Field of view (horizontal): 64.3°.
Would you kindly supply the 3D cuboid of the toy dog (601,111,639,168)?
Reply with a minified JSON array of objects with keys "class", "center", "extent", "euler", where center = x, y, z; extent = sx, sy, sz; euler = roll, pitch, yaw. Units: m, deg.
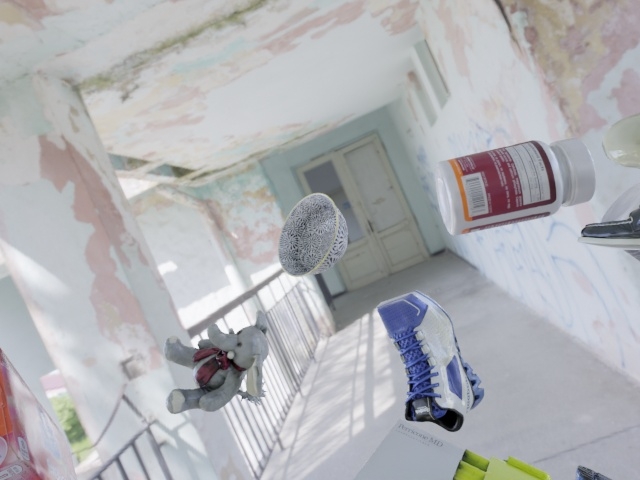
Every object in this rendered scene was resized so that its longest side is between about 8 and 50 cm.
[{"class":"toy dog","center":[0.462,-0.205,0.347],"extent":[0.395,0.408,0.284],"euler":[-13,43,-2]}]

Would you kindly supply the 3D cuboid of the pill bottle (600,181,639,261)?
[{"class":"pill bottle","center":[0.818,0.000,1.185],"extent":[0.162,0.278,0.162],"euler":[-52,-8,-10]}]

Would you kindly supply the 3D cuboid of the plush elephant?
[{"class":"plush elephant","center":[-0.260,0.335,1.449],"extent":[0.255,0.330,0.272],"euler":[-61,23,22]}]

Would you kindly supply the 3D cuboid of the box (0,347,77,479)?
[{"class":"box","center":[-0.339,0.236,0.513],"extent":[0.128,0.122,0.257],"euler":[-20,-34,-23]}]

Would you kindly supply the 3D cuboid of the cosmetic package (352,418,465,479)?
[{"class":"cosmetic package","center":[0.178,0.618,1.160],"extent":[0.217,0.156,0.385],"euler":[15,33,31]}]

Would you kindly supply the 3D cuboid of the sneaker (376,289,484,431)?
[{"class":"sneaker","center":[0.226,0.271,1.063],"extent":[0.127,0.315,0.182],"euler":[-30,7,35]}]

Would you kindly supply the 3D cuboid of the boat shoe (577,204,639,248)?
[{"class":"boat shoe","center":[0.620,-0.041,0.881],"extent":[0.127,0.113,0.340],"euler":[4,-4,-30]}]

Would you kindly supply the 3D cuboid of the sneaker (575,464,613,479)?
[{"class":"sneaker","center":[0.434,0.429,0.815],"extent":[0.083,0.087,0.221],"euler":[22,7,36]}]

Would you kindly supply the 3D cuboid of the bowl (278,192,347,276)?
[{"class":"bowl","center":[0.000,0.000,0.998],"extent":[0.080,0.170,0.170],"euler":[23,-32,-37]}]

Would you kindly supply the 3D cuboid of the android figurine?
[{"class":"android figurine","center":[0.393,0.481,0.959],"extent":[0.273,0.056,0.248],"euler":[17,0,26]}]

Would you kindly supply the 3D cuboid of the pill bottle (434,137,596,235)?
[{"class":"pill bottle","center":[0.544,-0.159,1.457],"extent":[0.392,0.224,0.224],"euler":[-12,3,5]}]
